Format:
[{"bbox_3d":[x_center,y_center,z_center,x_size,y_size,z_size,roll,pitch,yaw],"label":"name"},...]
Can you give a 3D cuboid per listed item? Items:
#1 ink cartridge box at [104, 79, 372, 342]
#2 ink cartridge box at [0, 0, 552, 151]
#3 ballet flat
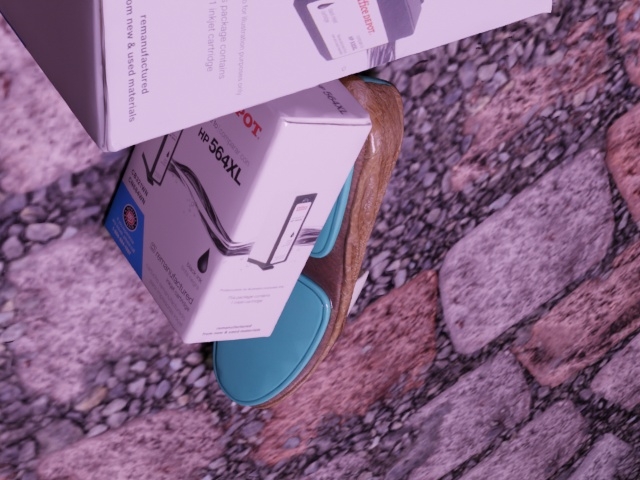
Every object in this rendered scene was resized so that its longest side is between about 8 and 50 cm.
[{"bbox_3d":[-0.067,-0.048,1.020,0.086,0.148,0.203,-2,130,-39],"label":"ink cartridge box"},{"bbox_3d":[-0.037,-0.204,0.809,0.307,0.223,0.129,-21,140,-25],"label":"ink cartridge box"},{"bbox_3d":[0.000,0.000,1.192,0.124,0.116,0.342,-31,145,-47],"label":"ballet flat"}]
